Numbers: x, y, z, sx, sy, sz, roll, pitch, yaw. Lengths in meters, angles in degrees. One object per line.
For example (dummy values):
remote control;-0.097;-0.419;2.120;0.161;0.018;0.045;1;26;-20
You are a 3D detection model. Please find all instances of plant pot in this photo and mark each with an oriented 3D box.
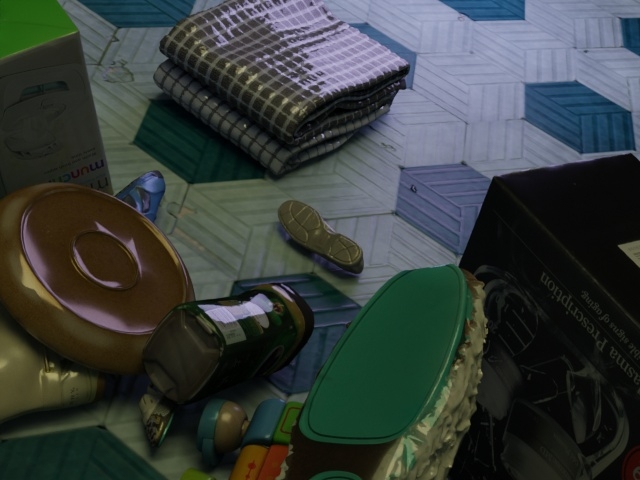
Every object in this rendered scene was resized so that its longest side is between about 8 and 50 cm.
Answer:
plant pot;-0.218;0.027;1.308;0.236;0.032;0.236;27;36;-21

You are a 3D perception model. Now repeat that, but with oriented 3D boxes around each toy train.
toy train;-0.066;0.239;1.168;0.143;0.105;0.248;8;41;14

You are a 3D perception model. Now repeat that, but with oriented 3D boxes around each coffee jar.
coffee jar;-0.085;0.096;1.295;0.079;0.096;0.184;47;25;17

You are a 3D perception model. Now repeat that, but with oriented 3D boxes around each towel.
towel;-0.042;-0.224;1.731;0.235;0.121;0.283;34;40;21

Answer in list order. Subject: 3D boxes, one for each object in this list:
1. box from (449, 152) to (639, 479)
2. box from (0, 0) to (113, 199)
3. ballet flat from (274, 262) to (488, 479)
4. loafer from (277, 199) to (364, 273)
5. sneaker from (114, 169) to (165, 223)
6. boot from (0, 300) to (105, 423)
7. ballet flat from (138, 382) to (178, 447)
box;0.271;0.150;1.218;0.178;0.313;0.343;-11;44;-31
box;-0.347;-0.182;1.455;0.126;0.231;0.262;-24;48;-18
ballet flat;0.035;0.206;1.087;0.147;0.147;0.409;24;59;9
loafer;0.000;0.000;1.540;0.125;0.039;0.045;36;74;28
sneaker;-0.215;-0.007;1.450;0.082;0.069;0.209;48;31;-6
boot;-0.323;0.089;1.262;0.165;0.077;0.213;-17;56;-36
ballet flat;-0.152;0.156;1.274;0.041;0.041;0.114;19;31;4
